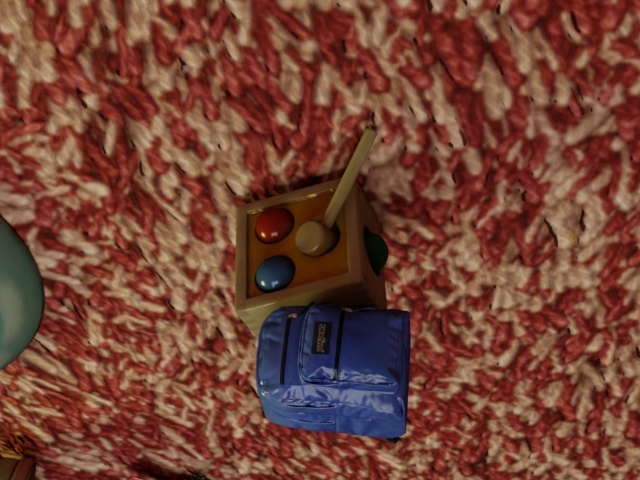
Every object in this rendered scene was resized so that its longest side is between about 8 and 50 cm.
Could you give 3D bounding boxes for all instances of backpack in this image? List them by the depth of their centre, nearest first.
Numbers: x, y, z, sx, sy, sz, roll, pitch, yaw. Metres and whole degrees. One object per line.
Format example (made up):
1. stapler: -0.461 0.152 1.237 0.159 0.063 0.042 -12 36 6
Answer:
1. backpack: 0.009 0.093 0.748 0.120 0.098 0.101 2 146 8

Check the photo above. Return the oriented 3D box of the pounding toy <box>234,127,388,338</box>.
1. pounding toy: 0.000 0.000 0.811 0.141 0.130 0.100 -15 142 16

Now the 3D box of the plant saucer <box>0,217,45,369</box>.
1. plant saucer: -0.429 0.054 0.915 0.317 0.043 0.317 -1 132 -1

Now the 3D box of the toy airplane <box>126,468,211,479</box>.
1. toy airplane: -0.172 0.320 1.167 0.151 0.028 0.151 2 132 3

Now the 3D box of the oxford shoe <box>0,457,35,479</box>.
1. oxford shoe: -0.443 0.355 1.155 0.130 0.123 0.348 28 127 -14
